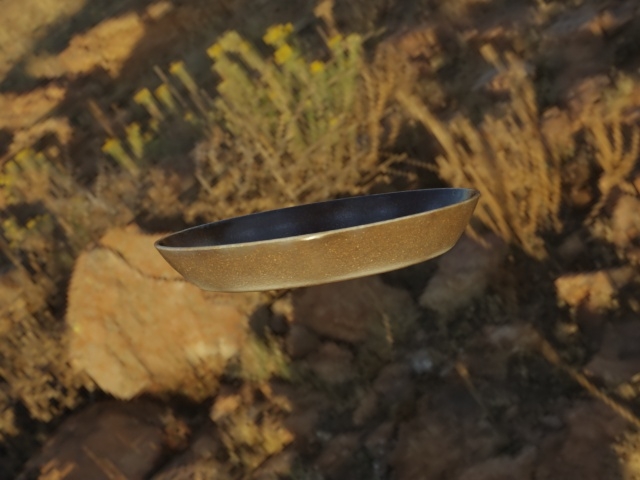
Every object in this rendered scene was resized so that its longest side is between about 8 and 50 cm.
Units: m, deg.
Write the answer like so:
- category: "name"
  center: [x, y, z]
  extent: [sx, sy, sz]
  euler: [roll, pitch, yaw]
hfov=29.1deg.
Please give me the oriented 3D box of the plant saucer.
- category: "plant saucer"
  center: [0.000, 0.000, 0.633]
  extent: [0.168, 0.029, 0.168]
  euler: [-8, 7, 1]
